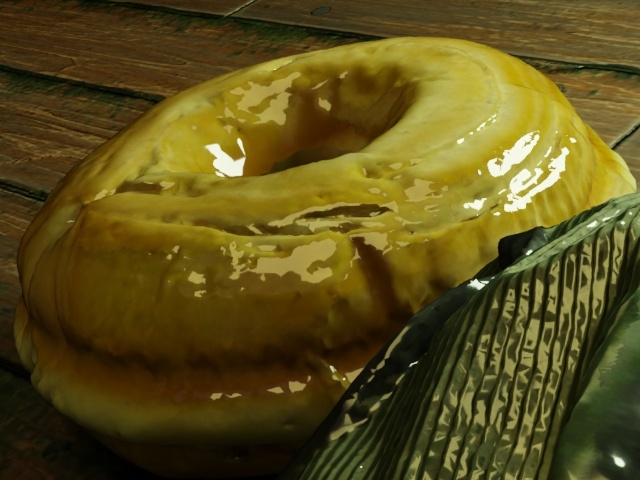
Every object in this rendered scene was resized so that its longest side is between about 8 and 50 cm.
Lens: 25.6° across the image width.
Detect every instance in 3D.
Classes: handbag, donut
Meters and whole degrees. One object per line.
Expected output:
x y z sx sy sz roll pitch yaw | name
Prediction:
0.142 0.118 0.652 0.240 0.247 0.341 -24 14 46 | handbag
0.000 0.000 0.988 0.449 0.198 0.449 -12 26 6 | donut
